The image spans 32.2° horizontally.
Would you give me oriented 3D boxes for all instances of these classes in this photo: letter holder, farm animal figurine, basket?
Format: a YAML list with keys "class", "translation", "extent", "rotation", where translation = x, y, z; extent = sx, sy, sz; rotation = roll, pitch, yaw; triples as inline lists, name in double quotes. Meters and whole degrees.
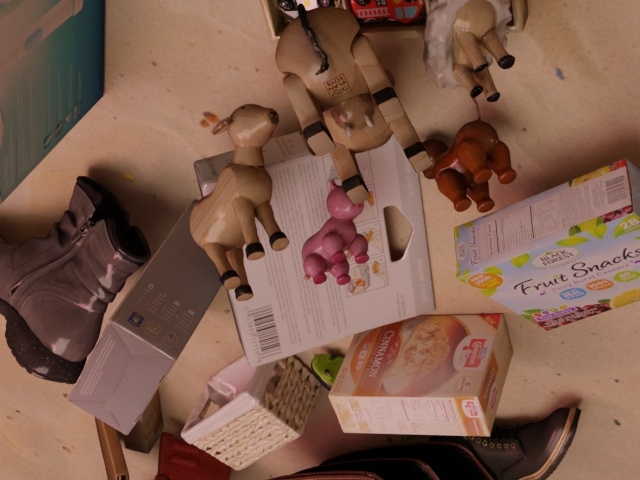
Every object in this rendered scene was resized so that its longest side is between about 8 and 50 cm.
- class: "letter holder"
  translation: [0.059, 0.343, 1.479]
  extent: [0.302, 0.152, 0.214]
  rotation: [-21, 112, 48]
- class: "farm animal figurine"
  translation: [0.015, -0.109, 1.089]
  extent: [0.330, 0.172, 0.326]
  rotation: [-18, 149, -7]
- class: "basket"
  translation: [-0.091, 0.227, 1.506]
  extent: [0.103, 0.113, 0.167]
  rotation: [40, 133, -14]

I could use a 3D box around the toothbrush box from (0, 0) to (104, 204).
- class: "toothbrush box"
  translation: [-0.346, -0.180, 1.152]
  extent: [0.126, 0.295, 0.216]
  rotation: [19, 134, 8]

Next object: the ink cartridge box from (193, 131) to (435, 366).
- class: "ink cartridge box"
  translation: [0.000, 0.000, 1.285]
  extent: [0.239, 0.060, 0.275]
  rotation: [-17, 127, -8]

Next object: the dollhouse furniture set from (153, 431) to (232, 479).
- class: "dollhouse furniture set"
  translation: [-0.100, 0.450, 1.703]
  extent: [0.374, 0.152, 0.201]
  rotation: [17, 135, -14]

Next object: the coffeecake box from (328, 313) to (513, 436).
- class: "coffeecake box"
  translation: [0.123, 0.160, 1.332]
  extent: [0.186, 0.142, 0.068]
  rotation: [-3, 126, 26]

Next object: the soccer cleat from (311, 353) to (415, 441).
- class: "soccer cleat"
  translation: [0.058, 0.212, 1.464]
  extent: [0.179, 0.060, 0.072]
  rotation: [31, 135, -7]

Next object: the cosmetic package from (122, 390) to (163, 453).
- class: "cosmetic package"
  translation: [-0.267, 0.255, 1.644]
  extent: [0.041, 0.060, 0.115]
  rotation: [11, 133, 14]

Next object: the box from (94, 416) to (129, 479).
- class: "box"
  translation: [-0.308, 0.321, 1.641]
  extent: [0.021, 0.201, 0.164]
  rotation: [-11, 132, -17]

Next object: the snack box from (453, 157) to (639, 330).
- class: "snack box"
  translation: [0.271, 0.011, 1.148]
  extent: [0.207, 0.070, 0.174]
  rotation: [-24, 142, 36]

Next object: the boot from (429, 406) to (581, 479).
- class: "boot"
  translation: [0.231, 0.251, 1.413]
  extent: [0.137, 0.077, 0.198]
  rotation: [32, 133, 4]

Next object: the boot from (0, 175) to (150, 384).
- class: "boot"
  translation: [-0.345, 0.008, 1.426]
  extent: [0.338, 0.118, 0.222]
  rotation: [39, 103, 35]

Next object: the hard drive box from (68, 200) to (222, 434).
- class: "hard drive box"
  translation: [-0.196, 0.092, 1.356]
  extent: [0.089, 0.232, 0.181]
  rotation: [32, 134, -4]

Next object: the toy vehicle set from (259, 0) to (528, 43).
- class: "toy vehicle set"
  translation: [0.059, -0.277, 1.068]
  extent: [0.267, 0.035, 0.166]
  rotation: [2, 128, 23]
